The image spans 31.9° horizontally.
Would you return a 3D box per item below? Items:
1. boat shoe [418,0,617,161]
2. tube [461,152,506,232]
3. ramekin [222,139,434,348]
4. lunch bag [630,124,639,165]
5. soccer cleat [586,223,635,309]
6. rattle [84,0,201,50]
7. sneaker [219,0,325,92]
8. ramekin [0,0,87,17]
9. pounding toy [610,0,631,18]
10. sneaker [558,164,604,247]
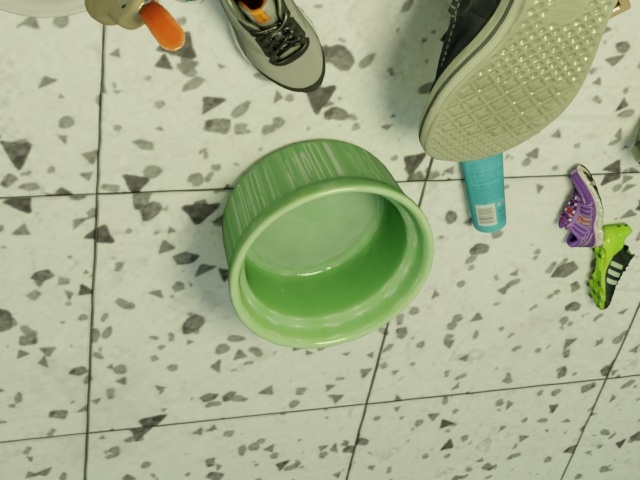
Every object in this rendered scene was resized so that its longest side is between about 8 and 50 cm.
[{"bbox_3d":[0.249,-0.284,1.380,0.186,0.156,0.500,1,142,-17],"label":"boat shoe"},{"bbox_3d":[0.250,-0.106,1.713,0.080,0.052,0.207,-20,128,-10],"label":"tube"},{"bbox_3d":[0.000,0.000,1.638,0.303,0.148,0.303,-10,132,-12],"label":"ramekin"},{"bbox_3d":[0.661,-0.175,1.707,0.305,0.213,0.256,7,143,-25],"label":"lunch bag"},{"bbox_3d":[0.504,0.048,1.931,0.072,0.060,0.179,-14,130,-10],"label":"soccer cleat"},{"bbox_3d":[-0.211,-0.278,1.107,0.130,0.200,0.143,-32,133,8],"label":"rattle"},{"bbox_3d":[-0.071,-0.276,1.402,0.100,0.108,0.271,-32,134,6],"label":"sneaker"},{"bbox_3d":[-0.302,-0.390,1.202,0.273,0.127,0.273,-11,133,-12],"label":"ramekin"},{"bbox_3d":[0.345,-0.384,1.464,0.206,0.094,0.181,-25,129,14],"label":"pounding toy"},{"bbox_3d":[0.420,-0.046,1.816,0.071,0.068,0.170,-12,131,5],"label":"sneaker"}]
